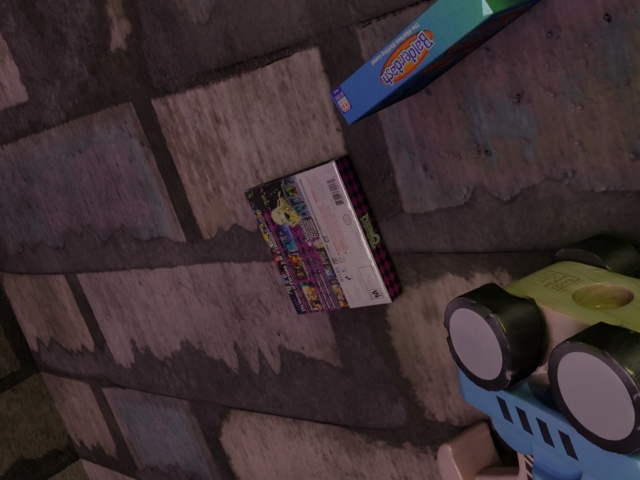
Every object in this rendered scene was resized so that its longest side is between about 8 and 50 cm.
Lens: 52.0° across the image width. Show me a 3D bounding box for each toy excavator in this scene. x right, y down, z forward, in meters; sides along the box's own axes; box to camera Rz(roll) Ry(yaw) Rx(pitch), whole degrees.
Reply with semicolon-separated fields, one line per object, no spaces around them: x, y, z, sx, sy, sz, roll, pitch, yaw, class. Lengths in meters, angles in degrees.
0.279;0.229;0.779;0.433;0.222;0.445;21;126;58;toy excavator

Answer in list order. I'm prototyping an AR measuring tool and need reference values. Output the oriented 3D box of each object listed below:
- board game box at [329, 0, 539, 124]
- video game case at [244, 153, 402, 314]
0.130;-0.216;0.723;0.210;0.160;0.047;-32;91;46;board game box
0.000;0.000;1.036;0.210;0.042;0.232;-14;103;44;video game case
